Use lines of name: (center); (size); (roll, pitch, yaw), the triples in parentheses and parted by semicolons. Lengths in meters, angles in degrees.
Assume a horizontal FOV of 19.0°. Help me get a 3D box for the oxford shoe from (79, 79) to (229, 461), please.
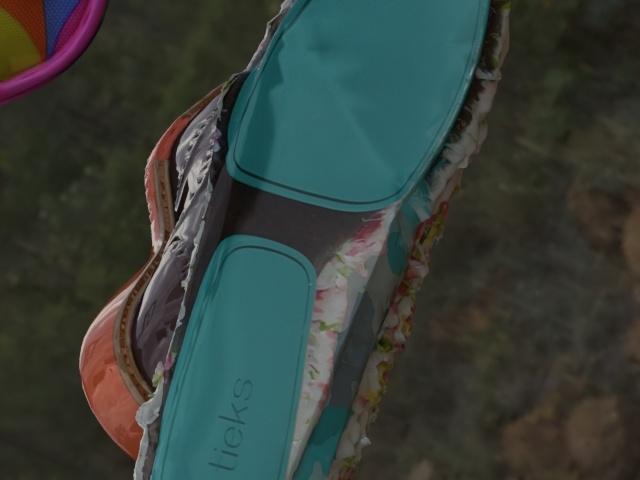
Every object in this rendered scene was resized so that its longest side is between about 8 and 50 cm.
oxford shoe: (-0.018, -0.009, 0.817); (0.098, 0.097, 0.271); (-40, 21, 27)

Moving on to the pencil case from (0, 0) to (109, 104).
pencil case: (-0.129, -0.132, 0.598); (0.104, 0.104, 0.236); (-59, 32, 21)

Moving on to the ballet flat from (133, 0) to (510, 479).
ballet flat: (0.000, 0.000, 0.644); (0.241, 0.091, 0.077); (-67, -14, -5)
